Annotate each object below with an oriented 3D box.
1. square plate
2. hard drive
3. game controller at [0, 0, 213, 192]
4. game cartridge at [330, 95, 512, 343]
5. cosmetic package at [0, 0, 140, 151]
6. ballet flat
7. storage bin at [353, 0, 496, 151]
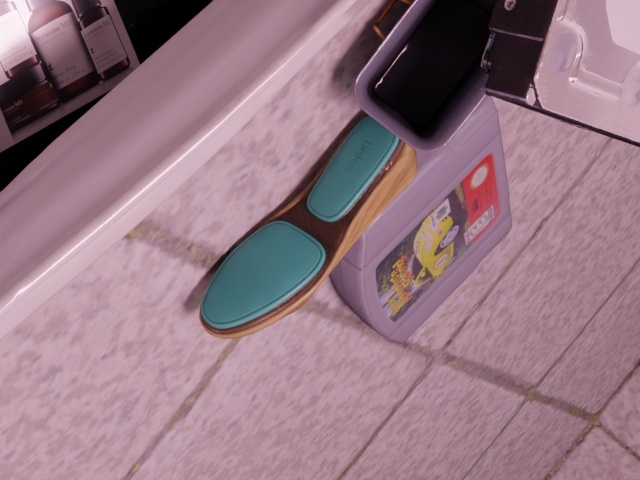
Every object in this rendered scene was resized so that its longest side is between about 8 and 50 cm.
[{"bbox_3d":[-0.074,-0.067,0.745,0.347,0.049,0.344,-44,-175,-12],"label":"square plate"},{"bbox_3d":[0.252,-0.244,1.020,0.237,0.064,0.339,12,98,-45],"label":"hard drive"},{"bbox_3d":[-0.132,-0.112,0.769,0.319,0.067,0.166,-43,169,-14],"label":"game controller"},{"bbox_3d":[0.094,-0.012,1.296,0.196,0.060,0.294,-42,155,-8],"label":"game cartridge"},{"bbox_3d":[-0.206,-0.067,0.618,0.239,0.060,0.099,-34,122,-21],"label":"cosmetic package"},{"bbox_3d":[0.000,0.000,1.108,0.232,0.080,0.073,-47,149,-6],"label":"ballet flat"},{"bbox_3d":[0.086,-0.144,1.056,0.135,0.098,0.091,-53,-177,5],"label":"storage bin"}]
